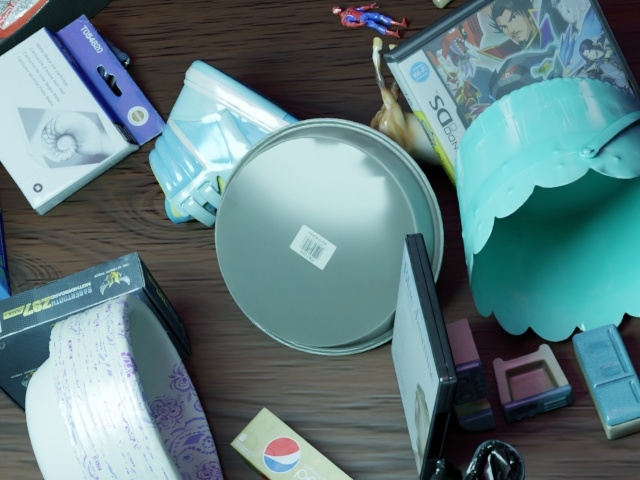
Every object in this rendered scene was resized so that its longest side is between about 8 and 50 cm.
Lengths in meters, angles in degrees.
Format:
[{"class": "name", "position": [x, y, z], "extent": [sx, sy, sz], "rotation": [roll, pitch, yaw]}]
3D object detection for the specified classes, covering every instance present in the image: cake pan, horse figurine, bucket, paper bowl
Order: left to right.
[{"class": "paper bowl", "position": [-0.223, 0.214, 1.360], "extent": [0.148, 0.284, 0.284], "rotation": [-22, 56, 2]}, {"class": "cake pan", "position": [0.000, 0.000, 1.475], "extent": [0.293, 0.054, 0.293], "rotation": [2, 98, 18]}, {"class": "horse figurine", "position": [0.129, -0.156, 1.560], "extent": [0.066, 0.263, 0.174], "rotation": [4, 90, 51]}, {"class": "bucket", "position": [0.286, -0.039, 1.397], "extent": [0.281, 0.281, 0.183], "rotation": [-12, 48, 7]}]

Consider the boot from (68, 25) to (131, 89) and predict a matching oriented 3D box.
[{"class": "boot", "position": [-0.368, -0.225, 1.806], "extent": [0.086, 0.069, 0.190], "rotation": [37, 84, 12]}]

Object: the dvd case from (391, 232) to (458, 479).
[{"class": "dvd case", "position": [0.110, 0.135, 1.343], "extent": [0.022, 0.253, 0.180], "rotation": [-7, 56, -6]}]

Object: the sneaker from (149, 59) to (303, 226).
[{"class": "sneaker", "position": [-0.083, -0.074, 1.618], "extent": [0.319, 0.127, 0.208], "rotation": [34, 95, 12]}]

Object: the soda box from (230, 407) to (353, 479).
[{"class": "soda box", "position": [-0.016, 0.274, 1.405], "extent": [0.181, 0.058, 0.061], "rotation": [35, 73, 30]}]

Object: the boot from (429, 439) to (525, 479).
[{"class": "boot", "position": [0.119, 0.325, 1.248], "extent": [0.246, 0.207, 0.094], "rotation": [-43, 58, -12]}]

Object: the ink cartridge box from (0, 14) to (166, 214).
[{"class": "ink cartridge box", "position": [-0.371, -0.187, 1.744], "extent": [0.224, 0.045, 0.223], "rotation": [-36, 81, -9]}]

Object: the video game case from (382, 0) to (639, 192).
[{"class": "video game case", "position": [0.250, -0.195, 1.529], "extent": [0.275, 0.248, 0.035], "rotation": [-34, 18, -9]}]

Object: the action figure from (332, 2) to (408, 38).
[{"class": "action figure", "position": [0.068, -0.321, 1.772], "extent": [0.115, 0.030, 0.038], "rotation": [17, 70, 26]}]

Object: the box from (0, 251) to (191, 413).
[{"class": "box", "position": [-0.296, 0.118, 1.500], "extent": [0.233, 0.183, 0.059], "rotation": [-19, 57, 2]}]

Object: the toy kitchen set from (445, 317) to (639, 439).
[{"class": "toy kitchen set", "position": [0.245, 0.151, 1.347], "extent": [0.207, 0.166, 0.122], "rotation": [-18, 55, 3]}]

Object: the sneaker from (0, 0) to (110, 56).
[{"class": "sneaker", "position": [-0.450, -0.379, 1.906], "extent": [0.270, 0.090, 0.145], "rotation": [-39, 60, -7]}]

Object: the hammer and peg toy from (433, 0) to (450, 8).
[{"class": "hammer and peg toy", "position": [0.151, -0.511, 1.807], "extent": [0.361, 0.127, 0.266], "rotation": [29, 70, 28]}]

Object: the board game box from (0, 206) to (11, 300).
[{"class": "board game box", "position": [-0.482, -0.032, 1.626], "extent": [0.047, 0.210, 0.160], "rotation": [-18, 57, 3]}]
